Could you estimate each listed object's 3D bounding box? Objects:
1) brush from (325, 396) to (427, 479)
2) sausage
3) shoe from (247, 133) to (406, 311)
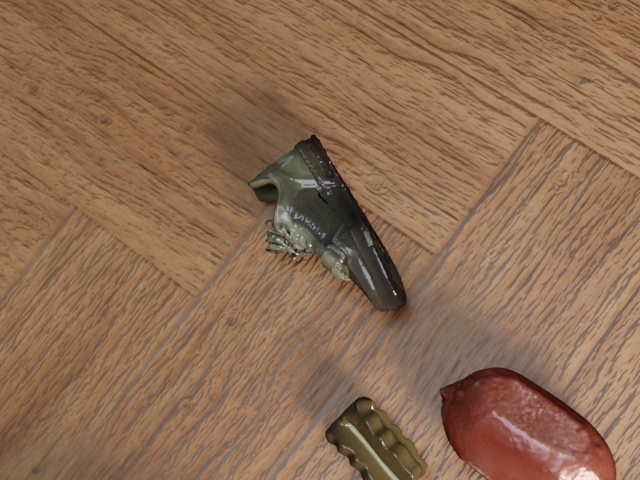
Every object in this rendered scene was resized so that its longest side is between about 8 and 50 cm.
[{"bbox_3d":[0.128,0.340,1.586,0.084,0.071,0.301,-45,78,13],"label":"brush"},{"bbox_3d":[0.264,0.256,1.536,0.254,0.148,0.148,30,81,17],"label":"sausage"},{"bbox_3d":[-0.001,-0.001,1.692,0.149,0.109,0.293,-29,65,4],"label":"shoe"}]
